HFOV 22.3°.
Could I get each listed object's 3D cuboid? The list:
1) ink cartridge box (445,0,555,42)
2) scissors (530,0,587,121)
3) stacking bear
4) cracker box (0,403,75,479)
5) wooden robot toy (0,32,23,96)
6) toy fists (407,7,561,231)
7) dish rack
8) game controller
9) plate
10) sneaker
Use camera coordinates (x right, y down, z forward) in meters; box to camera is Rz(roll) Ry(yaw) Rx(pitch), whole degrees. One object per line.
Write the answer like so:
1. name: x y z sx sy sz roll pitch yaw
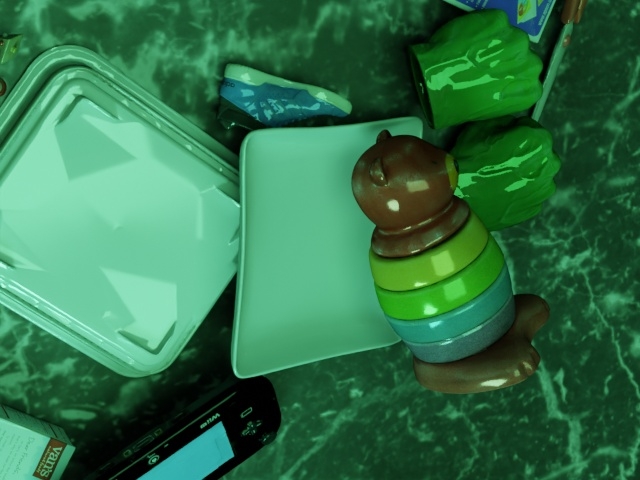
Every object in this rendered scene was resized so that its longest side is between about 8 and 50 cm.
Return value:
1. ink cartridge box: 0.203 -0.361 1.875 0.208 0.045 0.206 21 95 -28
2. scissors: 0.303 -0.258 1.950 0.109 0.021 0.297 -31 137 -52
3. stacking bear: 0.129 0.013 1.839 0.164 0.175 0.289 -16 113 22
4. cracker box: -0.406 0.243 1.768 0.232 0.067 0.156 27 93 -25
5. wooden robot toy: -0.382 -0.157 1.690 0.079 0.076 0.173 30 91 9
6. toy fists: 0.196 -0.138 1.896 0.142 0.096 0.279 -18 118 -5
7. dish rack: -0.227 -0.019 1.775 0.333 0.072 0.285 35 88 -27
8. game controller: -0.182 0.264 1.829 0.319 0.166 0.067 -35 70 -14
9. plate: 0.000 0.000 1.847 0.277 0.045 0.278 -10 108 -43
10. sneaker: -0.044 -0.139 1.822 0.152 0.058 0.085 14 92 -21
